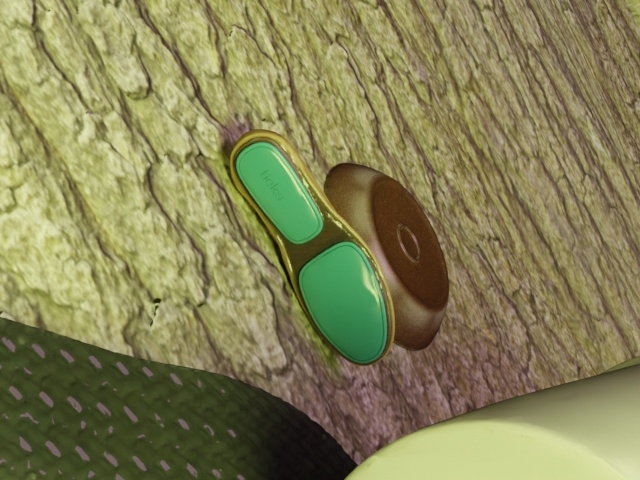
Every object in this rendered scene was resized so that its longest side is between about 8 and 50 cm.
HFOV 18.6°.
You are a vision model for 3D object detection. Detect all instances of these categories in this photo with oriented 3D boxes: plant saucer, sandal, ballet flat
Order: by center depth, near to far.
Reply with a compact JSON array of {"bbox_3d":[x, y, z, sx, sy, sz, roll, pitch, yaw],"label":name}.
[{"bbox_3d":[-0.118,0.165,1.324,0.446,0.107,0.167,27,44,-37],"label":"sandal"},{"bbox_3d":[0.000,0.000,1.717,0.232,0.080,0.073,62,10,-9],"label":"ballet flat"},{"bbox_3d":[0.073,0.009,1.895,0.198,0.036,0.198,43,32,-36],"label":"plant saucer"}]

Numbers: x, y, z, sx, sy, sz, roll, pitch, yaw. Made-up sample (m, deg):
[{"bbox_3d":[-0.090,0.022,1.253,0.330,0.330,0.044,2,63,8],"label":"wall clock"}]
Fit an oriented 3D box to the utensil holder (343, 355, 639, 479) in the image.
[{"bbox_3d":[0.202,0.250,1.342,0.385,0.327,0.327,-4,70,-57],"label":"utensil holder"}]
